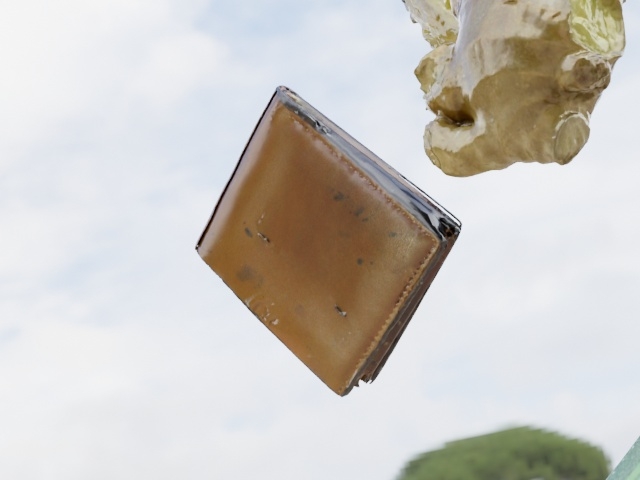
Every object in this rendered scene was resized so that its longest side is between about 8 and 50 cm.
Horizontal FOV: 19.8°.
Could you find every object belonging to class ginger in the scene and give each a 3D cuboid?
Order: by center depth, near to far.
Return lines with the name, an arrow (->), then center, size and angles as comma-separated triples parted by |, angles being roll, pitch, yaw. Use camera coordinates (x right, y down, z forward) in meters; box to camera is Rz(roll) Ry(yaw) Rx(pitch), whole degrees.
ginger -> 0.149, -0.148, 1.291 | 0.102, 0.216, 0.157 | 23, -20, -37

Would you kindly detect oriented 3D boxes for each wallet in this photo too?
wallet -> 0.001, 0.001, 1.402 | 0.042, 0.195, 0.161 | -2, -53, -55

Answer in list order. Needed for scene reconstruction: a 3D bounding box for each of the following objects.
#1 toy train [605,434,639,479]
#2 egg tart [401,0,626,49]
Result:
toy train -> 0.103, 0.048, 0.395 | 0.038, 0.071, 0.148 | 30, -80, -31
egg tart -> 0.199, -0.272, 1.706 | 0.279, 0.279, 0.095 | -21, -35, 25
